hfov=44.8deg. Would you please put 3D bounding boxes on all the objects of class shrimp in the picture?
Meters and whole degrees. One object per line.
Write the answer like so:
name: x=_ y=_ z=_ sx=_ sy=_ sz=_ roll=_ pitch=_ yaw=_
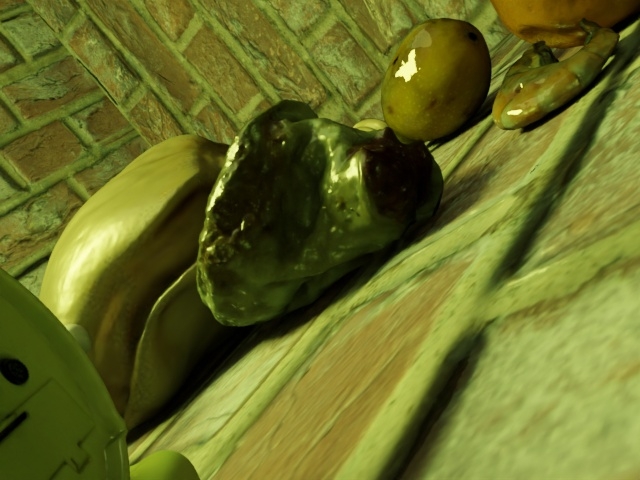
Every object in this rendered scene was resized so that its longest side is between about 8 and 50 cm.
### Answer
shrimp: x=0.267 y=-0.200 z=0.869 sx=0.145 sy=0.059 sz=0.254 roll=-31 pitch=10 yaw=42

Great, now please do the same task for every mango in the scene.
mango: x=0.187 y=-0.241 z=1.274 sx=0.177 sy=0.175 sz=0.329 roll=-8 pitch=-12 yaw=7

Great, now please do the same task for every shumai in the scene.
shumai: x=0.000 y=0.000 z=0.824 sx=0.222 sy=0.204 sz=0.271 roll=-43 pitch=-29 yaw=-44

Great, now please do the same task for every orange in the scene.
orange: x=0.345 y=-0.358 z=1.000 sx=0.249 sy=0.183 sz=0.249 roll=-48 pitch=18 yaw=22

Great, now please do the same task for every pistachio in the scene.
pistachio: x=-0.204 y=0.046 z=1.028 sx=0.445 sy=0.282 sz=0.365 roll=-65 pitch=9 yaw=-29

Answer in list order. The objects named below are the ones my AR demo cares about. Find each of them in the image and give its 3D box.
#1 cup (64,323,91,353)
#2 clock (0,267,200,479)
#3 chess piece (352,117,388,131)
cup: x=-0.307 y=0.225 z=0.781 sx=0.173 sy=0.168 sz=0.299 roll=131 pitch=162 yaw=-71
clock: x=-0.193 y=0.085 z=0.358 sx=0.096 sy=0.308 sz=0.235 roll=-40 pitch=6 yaw=9
chess piece: x=0.021 y=-0.097 z=1.465 sx=0.139 sy=0.124 sz=0.307 roll=12 pitch=48 yaw=43
